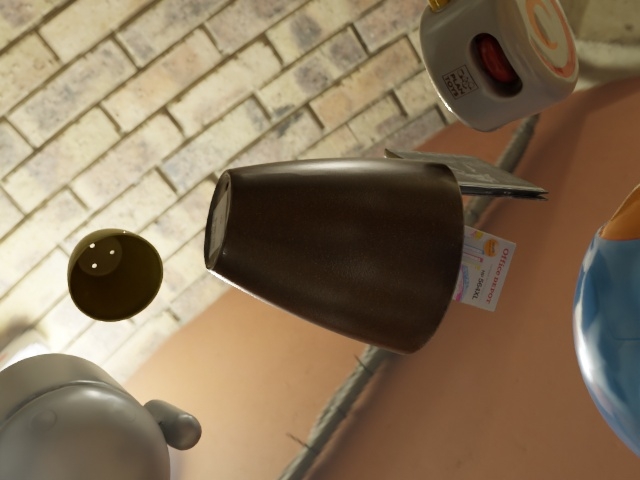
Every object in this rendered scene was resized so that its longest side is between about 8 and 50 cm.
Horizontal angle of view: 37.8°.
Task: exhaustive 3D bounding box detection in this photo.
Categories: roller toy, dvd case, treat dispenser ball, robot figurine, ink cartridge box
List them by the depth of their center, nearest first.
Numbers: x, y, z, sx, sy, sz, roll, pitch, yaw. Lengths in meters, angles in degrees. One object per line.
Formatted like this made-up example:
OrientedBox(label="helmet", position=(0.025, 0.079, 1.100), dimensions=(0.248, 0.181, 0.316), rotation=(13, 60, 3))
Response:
OrientedBox(label="treat dispenser ball", position=(0.349, 0.065, 0.746), dimensions=(0.288, 0.288, 0.288), rotation=(-24, -145, 18))
OrientedBox(label="robot figurine", position=(-0.290, 0.245, 1.063), dimensions=(0.300, 0.200, 0.353), rotation=(-17, -167, -23))
OrientedBox(label="ink cartridge box", position=(0.166, 0.025, 1.160), dimensions=(0.090, 0.143, 0.092), rotation=(-157, -95, -72))
OrientedBox(label="roller toy", position=(0.221, -0.243, 1.191), dimensions=(0.146, 0.209, 0.191), rotation=(-23, -118, 37))
OrientedBox(label="dvd case", position=(0.213, -0.099, 1.399), dimensions=(0.164, 0.018, 0.221), rotation=(3, -163, -22))

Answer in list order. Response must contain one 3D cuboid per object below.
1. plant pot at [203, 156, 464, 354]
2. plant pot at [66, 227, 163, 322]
OrientedBox(label="plant pot", position=(0.000, 0.000, 0.995), dimensions=(0.215, 0.230, 0.215), rotation=(-170, -90, -72))
OrientedBox(label="plant pot", position=(-0.302, 0.036, 1.329), dimensions=(0.134, 0.134, 0.095), rotation=(-41, -146, -7))
